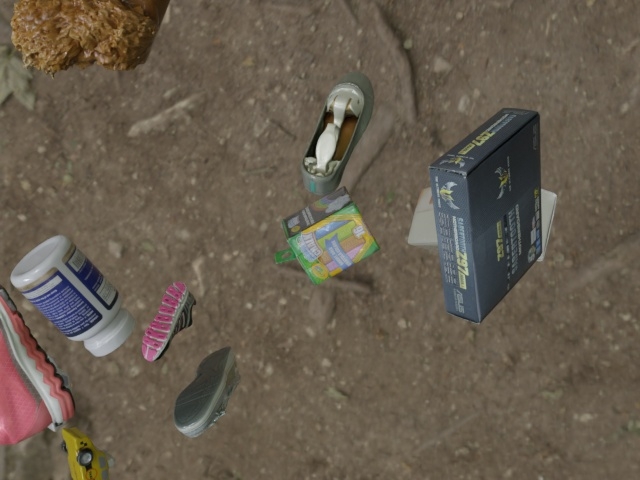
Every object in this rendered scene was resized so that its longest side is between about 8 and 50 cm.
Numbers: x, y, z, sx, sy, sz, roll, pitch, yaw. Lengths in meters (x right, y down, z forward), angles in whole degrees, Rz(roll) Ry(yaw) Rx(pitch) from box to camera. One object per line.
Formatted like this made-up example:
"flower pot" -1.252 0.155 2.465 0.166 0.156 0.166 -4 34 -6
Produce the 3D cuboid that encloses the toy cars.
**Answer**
"toy cars" -0.561 0.417 1.557 0.393 0.087 0.176 56 138 20

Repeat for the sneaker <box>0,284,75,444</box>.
"sneaker" -0.483 0.158 0.984 0.116 0.136 0.313 -5 115 61

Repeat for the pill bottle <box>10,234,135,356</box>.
"pill bottle" -0.547 0.129 1.543 0.153 0.153 0.264 -18 122 28

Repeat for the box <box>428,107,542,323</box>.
"box" 0.227 -0.033 0.911 0.059 0.183 0.232 18 133 40

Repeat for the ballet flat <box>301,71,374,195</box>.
"ballet flat" 0.028 -0.166 0.989 0.072 0.213 0.068 15 162 12

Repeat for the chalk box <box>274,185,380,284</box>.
"chalk box" 0.000 0.000 1.506 0.213 0.132 0.132 -29 112 4

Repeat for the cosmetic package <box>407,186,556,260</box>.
"cosmetic package" 0.299 -0.037 1.322 0.153 0.129 0.296 15 176 -14

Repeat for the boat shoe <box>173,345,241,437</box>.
"boat shoe" -0.243 0.353 1.565 0.118 0.320 0.103 -26 103 9

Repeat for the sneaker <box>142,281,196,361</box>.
"sneaker" -0.305 0.175 1.417 0.063 0.170 0.075 10 160 32

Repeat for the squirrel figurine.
"squirrel figurine" -0.529 -0.538 1.491 0.371 0.396 0.281 21 134 -18
